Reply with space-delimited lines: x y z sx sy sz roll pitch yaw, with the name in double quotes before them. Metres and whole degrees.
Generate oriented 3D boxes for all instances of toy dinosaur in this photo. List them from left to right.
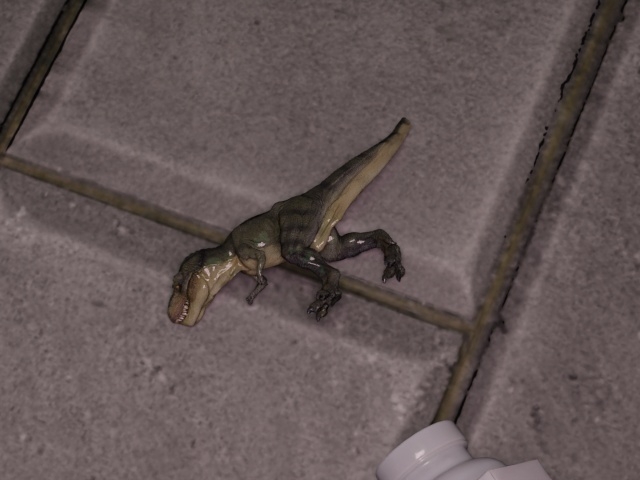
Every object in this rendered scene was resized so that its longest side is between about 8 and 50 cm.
"toy dinosaur" 0.000 0.000 1.601 0.268 0.064 0.118 -35 62 -15

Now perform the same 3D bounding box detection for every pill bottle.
"pill bottle" 0.122 0.230 1.466 0.103 0.103 0.184 -32 69 -11

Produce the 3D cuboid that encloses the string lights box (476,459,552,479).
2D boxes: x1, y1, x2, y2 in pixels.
"string lights box" 0.087 0.288 1.379 0.259 0.077 0.133 -45 67 25
